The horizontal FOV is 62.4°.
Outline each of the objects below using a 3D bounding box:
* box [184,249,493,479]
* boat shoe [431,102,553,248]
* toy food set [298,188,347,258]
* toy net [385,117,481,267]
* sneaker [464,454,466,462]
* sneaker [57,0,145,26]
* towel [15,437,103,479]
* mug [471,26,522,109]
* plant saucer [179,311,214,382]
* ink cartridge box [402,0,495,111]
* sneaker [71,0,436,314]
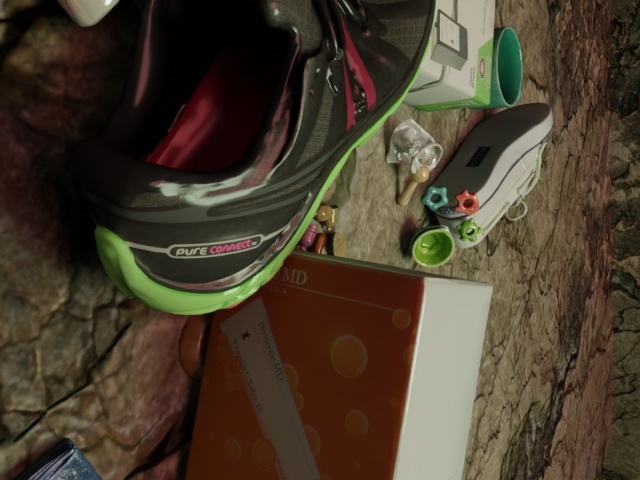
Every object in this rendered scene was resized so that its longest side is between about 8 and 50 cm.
[{"bbox_3d":[0.011,0.189,0.507,0.168,0.215,0.345,11,88,-55],"label":"box"},{"bbox_3d":[0.332,-0.110,0.969,0.367,0.136,0.156,-48,128,-34],"label":"boat shoe"},{"bbox_3d":[0.000,0.000,0.653,0.078,0.019,0.122,-43,133,-40],"label":"toy food set"},{"bbox_3d":[0.172,-0.072,0.787,0.045,0.122,0.232,-96,167,-61],"label":"toy net"},{"bbox_3d":[0.140,0.254,0.770,0.295,0.123,0.109,53,54,-40],"label":"sneaker"},{"bbox_3d":[-0.175,-0.209,0.352,0.232,0.090,0.115,-5,101,-51],"label":"sneaker"},{"bbox_3d":[-0.216,0.212,0.388,0.119,0.029,0.067,-45,128,-40],"label":"towel"},{"bbox_3d":[0.284,-0.283,0.920,0.129,0.097,0.157,-53,132,-35],"label":"mug"},{"bbox_3d":[-0.104,0.103,0.532,0.083,0.015,0.083,-8,101,-51],"label":"plant saucer"},{"bbox_3d":[0.130,-0.297,0.705,0.273,0.115,0.198,-2,96,-52],"label":"ink cartridge box"},{"bbox_3d":[-0.020,-0.168,0.441,0.202,0.185,0.483,85,27,-62],"label":"sneaker"}]
